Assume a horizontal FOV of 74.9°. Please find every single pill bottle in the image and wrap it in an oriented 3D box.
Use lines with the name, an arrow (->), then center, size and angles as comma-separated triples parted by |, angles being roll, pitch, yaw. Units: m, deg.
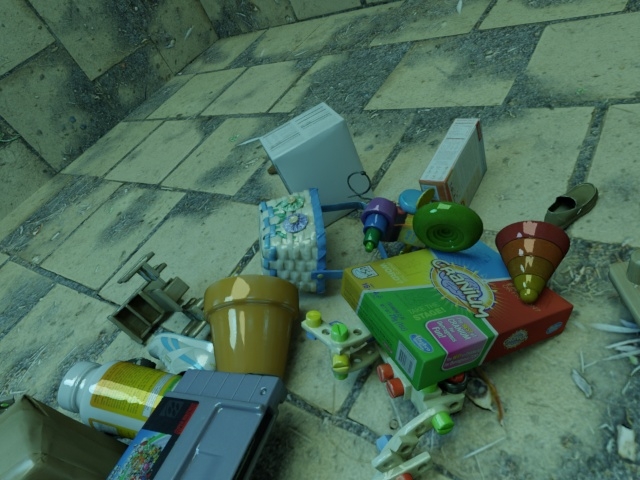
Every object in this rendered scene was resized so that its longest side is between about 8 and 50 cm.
pill bottle -> -0.393, 0.324, 0.855 | 0.245, 0.136, 0.136 | 11, 51, 9

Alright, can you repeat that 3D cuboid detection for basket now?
basket -> 0.000, 0.000, 0.989 | 0.288, 0.201, 0.255 | -2, 41, -11

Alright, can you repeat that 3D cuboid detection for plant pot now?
plant pot -> -0.143, 0.199, 0.874 | 0.205, 0.205, 0.188 | -15, 58, 16

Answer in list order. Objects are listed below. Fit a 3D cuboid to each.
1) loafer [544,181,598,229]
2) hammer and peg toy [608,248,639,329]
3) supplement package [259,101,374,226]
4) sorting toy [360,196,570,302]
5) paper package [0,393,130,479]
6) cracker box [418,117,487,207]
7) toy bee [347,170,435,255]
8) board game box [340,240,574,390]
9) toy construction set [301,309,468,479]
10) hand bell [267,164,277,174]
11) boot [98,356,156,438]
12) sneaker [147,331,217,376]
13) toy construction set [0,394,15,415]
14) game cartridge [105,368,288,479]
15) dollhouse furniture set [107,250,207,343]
loafer -> 0.526, -0.077, 0.872 | 0.148, 0.050, 0.056 | -42, 42, -14
hammer and peg toy -> 0.602, 0.146, 0.546 | 0.265, 0.127, 0.361 | -14, 43, 14
supplement package -> -0.005, -0.193, 1.127 | 0.204, 0.262, 0.145 | -30, 41, -2
sorting toy -> 0.241, 0.022, 0.739 | 0.365, 0.127, 0.126 | 14, 56, 11
paper package -> -0.494, 0.474, 0.686 | 0.325, 0.309, 0.168 | -43, 41, -15
cracker box -> 0.321, -0.158, 0.991 | 0.067, 0.156, 0.232 | 12, 54, 38
toy bee -> 0.172, -0.028, 0.911 | 0.298, 0.195, 0.162 | 7, 39, 29
board game box -> 0.231, 0.105, 0.739 | 0.316, 0.064, 0.242 | -12, 35, -24
toy construction set -> 0.112, 0.237, 0.709 | 0.215, 0.151, 0.328 | -10, 46, -15
hand bell -> -0.082, -0.285, 1.407 | 0.242, 0.126, 0.126 | -24, 40, 23
boot -> -0.500, 0.378, 0.969 | 0.246, 0.083, 0.161 | -19, 47, 14
sneaker -> -0.326, 0.276, 0.966 | 0.228, 0.087, 0.092 | -1, 50, 31
toy construction set -> -0.794, 0.440, 0.919 | 0.257, 0.309, 0.237 | -25, 35, -8
game cartridge -> -0.221, 0.361, 0.644 | 0.230, 0.068, 0.355 | -2, 37, 27
dollhouse furniture set -> -0.418, 0.167, 1.042 | 0.161, 0.212, 0.242 | -52, 19, -27
